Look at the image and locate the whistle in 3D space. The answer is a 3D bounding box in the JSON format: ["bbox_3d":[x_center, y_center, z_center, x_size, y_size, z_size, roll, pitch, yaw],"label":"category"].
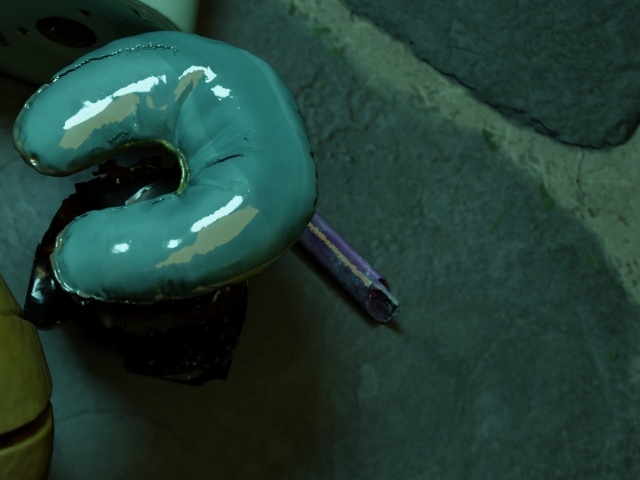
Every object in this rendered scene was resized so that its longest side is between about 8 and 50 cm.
[{"bbox_3d":[0.000,0.000,1.644,0.176,0.033,0.033,45,68,3],"label":"whistle"}]

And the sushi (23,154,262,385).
[{"bbox_3d":[-0.130,0.011,1.543,0.172,0.150,0.153,13,70,-10],"label":"sushi"}]

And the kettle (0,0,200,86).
[{"bbox_3d":[-0.202,-0.295,1.621,0.205,0.265,0.318,25,65,-40],"label":"kettle"}]

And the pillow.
[{"bbox_3d":[-0.111,-0.060,1.444,0.214,0.086,0.233,-14,58,-15],"label":"pillow"}]

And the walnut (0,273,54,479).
[{"bbox_3d":[-0.295,0.110,1.451,0.203,0.203,0.298,-23,96,-20],"label":"walnut"}]
